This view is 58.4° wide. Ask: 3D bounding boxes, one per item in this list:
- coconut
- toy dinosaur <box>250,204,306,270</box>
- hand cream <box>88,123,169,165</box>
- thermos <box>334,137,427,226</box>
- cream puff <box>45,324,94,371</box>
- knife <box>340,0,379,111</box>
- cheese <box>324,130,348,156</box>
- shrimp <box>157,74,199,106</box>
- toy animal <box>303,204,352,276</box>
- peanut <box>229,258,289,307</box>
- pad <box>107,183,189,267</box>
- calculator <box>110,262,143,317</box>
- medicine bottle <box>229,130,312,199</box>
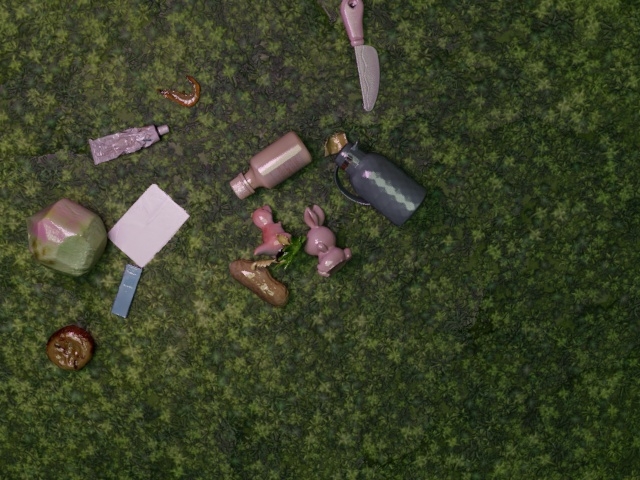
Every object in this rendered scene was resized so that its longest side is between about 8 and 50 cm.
[{"bbox_3d":[-0.758,-0.014,1.691,0.235,0.236,0.205,23,62,-3],"label":"coconut"},{"bbox_3d":[-0.141,-0.013,1.705,0.177,0.152,0.194,31,58,-2],"label":"toy dinosaur"},{"bbox_3d":[-0.579,-0.300,1.734,0.256,0.050,0.084,-15,100,4],"label":"hand cream"},{"bbox_3d":[0.163,-0.171,1.718,0.286,0.145,0.182,37,129,-3],"label":"thermos"},{"bbox_3d":[-0.777,0.335,1.793,0.148,0.084,0.149,0,101,-1],"label":"cream puff"},{"bbox_3d":[0.130,-0.561,1.719,0.081,0.043,0.336,-15,104,-5],"label":"knife"},{"bbox_3d":[0.041,-0.291,1.742,0.084,0.041,0.060,-23,105,-13],"label":"cheese"},{"bbox_3d":[-0.427,-0.454,1.724,0.126,0.025,0.091,10,97,-6],"label":"shrimp"},{"bbox_3d":[-0.002,0.001,1.754,0.124,0.124,0.213,-30,76,3],"label":"toy animal"},{"bbox_3d":[-0.187,0.129,1.768,0.214,0.099,0.099,43,95,-5],"label":"peanut"},{"bbox_3d":[-0.538,-0.045,1.786,0.156,0.004,0.232,44,95,-5],"label":"pad"},{"bbox_3d":[-0.611,0.157,1.803,0.057,0.018,0.172,20,97,-2],"label":"calculator"},{"bbox_3d":[-0.152,-0.216,1.713,0.252,0.114,0.114,-34,96,3],"label":"medicine bottle"}]
